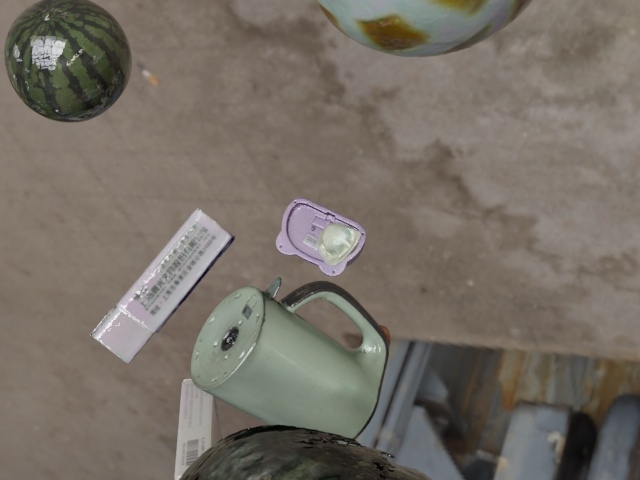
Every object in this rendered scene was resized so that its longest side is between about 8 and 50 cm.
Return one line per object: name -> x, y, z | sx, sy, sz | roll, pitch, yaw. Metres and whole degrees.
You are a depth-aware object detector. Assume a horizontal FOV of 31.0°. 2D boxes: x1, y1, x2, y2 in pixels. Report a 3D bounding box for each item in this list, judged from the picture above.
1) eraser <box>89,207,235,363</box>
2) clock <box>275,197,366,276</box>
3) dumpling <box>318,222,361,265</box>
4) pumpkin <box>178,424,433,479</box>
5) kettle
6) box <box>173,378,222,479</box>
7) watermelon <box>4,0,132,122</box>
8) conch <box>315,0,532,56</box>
eraser -> -0.277, 0.081, 2.006 | 0.086, 0.287, 0.130 | 40, 168, -9
clock -> 0.000, 0.000, 2.036 | 0.153, 0.110, 0.050 | 26, 169, 13
dumpling -> 0.023, 0.006, 1.539 | 0.077, 0.059, 0.043 | 11, 163, 29
pumpkin -> 0.019, 0.407, 1.314 | 0.454, 0.344, 0.454 | 39, 166, 12
kettle -> -0.027, 0.174, 1.688 | 0.255, 0.240, 0.165 | 34, -179, -26
box -> -0.211, 0.411, 2.066 | 0.065, 0.343, 0.200 | -7, 111, -2
watermelon -> -0.416, -0.300, 1.896 | 0.212, 0.212, 0.212 | 16, 149, 10
conch -> 0.097, -0.262, 0.891 | 0.197, 0.368, 0.249 | 32, 113, 1
